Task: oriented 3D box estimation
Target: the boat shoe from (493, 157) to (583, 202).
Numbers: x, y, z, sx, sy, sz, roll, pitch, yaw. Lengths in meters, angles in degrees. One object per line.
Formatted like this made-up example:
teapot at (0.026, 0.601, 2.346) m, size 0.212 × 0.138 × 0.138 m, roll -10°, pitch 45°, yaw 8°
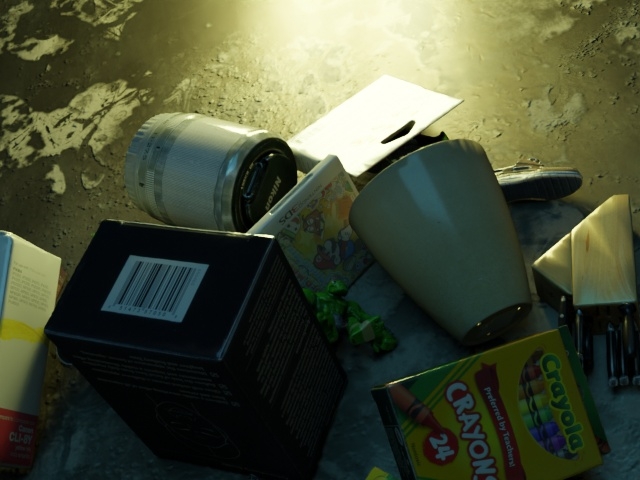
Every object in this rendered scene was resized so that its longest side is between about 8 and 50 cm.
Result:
boat shoe at (0.366, -0.112, 1.823) m, size 0.183 × 0.066 × 0.066 m, roll -5°, pitch 50°, yaw 17°

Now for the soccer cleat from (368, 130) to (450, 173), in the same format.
soccer cleat at (0.157, -0.169, 1.942) m, size 0.179 × 0.072 × 0.060 m, roll -9°, pitch 50°, yaw 14°

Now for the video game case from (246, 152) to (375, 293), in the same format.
video game case at (0.000, 0.000, 1.764) m, size 0.206 × 0.227 × 0.026 m, roll -45°, pitch 40°, yaw -17°

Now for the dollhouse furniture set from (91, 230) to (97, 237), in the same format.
dollhouse furniture set at (-0.379, 0.035, 1.989) m, size 0.076 × 0.058 × 0.151 m, roll -35°, pitch 49°, yaw -8°

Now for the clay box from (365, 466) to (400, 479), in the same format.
clay box at (0.050, 0.443, 1.453) m, size 0.053 × 0.127 × 0.222 m, roll 20°, pitch 63°, yaw 31°

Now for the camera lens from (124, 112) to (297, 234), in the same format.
camera lens at (-0.197, -0.116, 1.936) m, size 0.274 × 0.219 × 0.219 m, roll 16°, pitch 60°, yaw 30°

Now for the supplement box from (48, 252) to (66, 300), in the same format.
supplement box at (-0.575, 0.118, 1.980) m, size 0.104 × 0.080 × 0.188 m, roll 1°, pitch 54°, yaw 21°

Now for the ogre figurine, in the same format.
ogre figurine at (0.022, 0.124, 1.711) m, size 0.197 × 0.096 × 0.118 m, roll -2°, pitch 25°, yaw -22°

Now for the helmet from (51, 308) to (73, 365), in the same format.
helmet at (-0.387, 0.154, 1.829) m, size 0.169 × 0.169 × 0.161 m, roll -12°, pitch 65°, yaw 11°

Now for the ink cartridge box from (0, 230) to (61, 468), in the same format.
ink cartridge box at (-0.630, 0.192, 1.811) m, size 0.279 × 0.160 × 0.384 m, roll -2°, pitch 74°, yaw 21°

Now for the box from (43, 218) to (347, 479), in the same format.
box at (-0.168, 0.175, 1.572) m, size 0.294 × 0.395 × 0.212 m, roll 6°, pitch 55°, yaw 24°

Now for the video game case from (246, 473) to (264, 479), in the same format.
video game case at (-0.087, 0.478, 1.517) m, size 0.210 × 0.042 × 0.232 m, roll 14°, pitch 59°, yaw 39°

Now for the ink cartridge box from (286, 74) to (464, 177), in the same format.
ink cartridge box at (0.102, -0.200, 1.945) m, size 0.275 × 0.060 × 0.239 m, roll -36°, pitch 38°, yaw -21°

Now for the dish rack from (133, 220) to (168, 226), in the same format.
dish rack at (-0.278, 0.035, 1.852) m, size 0.208 × 0.074 × 0.271 m, roll 18°, pitch 29°, yaw 5°

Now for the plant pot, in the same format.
plant pot at (0.220, 0.022, 1.677) m, size 0.257 × 0.256 × 0.274 m, roll -27°, pitch 65°, yaw -2°

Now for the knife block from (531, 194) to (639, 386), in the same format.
knife block at (0.461, 0.086, 1.614) m, size 0.276 × 0.088 × 0.242 m, roll -39°, pitch 51°, yaw -12°

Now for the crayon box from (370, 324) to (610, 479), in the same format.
crayon box at (0.254, 0.249, 1.445) m, size 0.319 × 0.081 × 0.202 m, roll -17°, pitch 84°, yaw -16°
